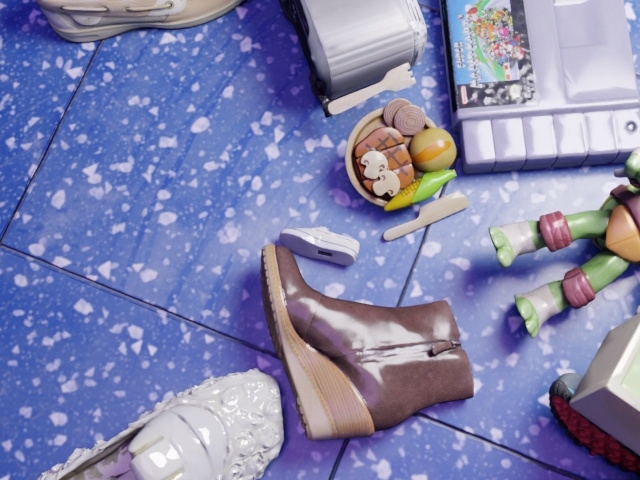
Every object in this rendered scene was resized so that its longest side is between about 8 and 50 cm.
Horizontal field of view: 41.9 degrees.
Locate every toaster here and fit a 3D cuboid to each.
[{"bbox_3d":[0.038,-0.278,1.043,0.146,0.129,0.227,-19,76,-3],"label":"toaster"}]

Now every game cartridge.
[{"bbox_3d":[0.270,-0.264,1.060,0.230,0.068,0.355,-3,75,-1],"label":"game cartridge"}]

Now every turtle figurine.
[{"bbox_3d":[0.333,0.013,0.896,0.266,0.198,0.274,-22,45,12],"label":"turtle figurine"}]

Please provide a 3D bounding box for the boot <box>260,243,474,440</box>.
[{"bbox_3d":[0.049,0.100,0.983,0.207,0.090,0.248,-15,74,-12],"label":"boot"}]

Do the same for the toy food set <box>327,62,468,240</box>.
[{"bbox_3d":[0.095,-0.102,1.003,0.132,0.038,0.192,-26,99,-2],"label":"toy food set"}]

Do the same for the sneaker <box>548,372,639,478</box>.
[{"bbox_3d":[0.379,0.202,0.924,0.262,0.104,0.125,28,68,2],"label":"sneaker"}]

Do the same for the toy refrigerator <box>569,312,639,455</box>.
[{"bbox_3d":[0.398,0.193,0.824,0.269,0.094,0.102,36,66,6],"label":"toy refrigerator"}]

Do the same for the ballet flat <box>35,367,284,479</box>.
[{"bbox_3d":[-0.216,0.278,0.916,0.409,0.147,0.147,-31,76,-5],"label":"ballet flat"}]

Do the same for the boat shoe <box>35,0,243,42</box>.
[{"bbox_3d":[-0.221,-0.341,1.091,0.302,0.098,0.109,-13,75,1],"label":"boat shoe"}]

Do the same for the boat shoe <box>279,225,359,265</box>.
[{"bbox_3d":[0.000,0.000,1.026,0.100,0.035,0.035,14,50,11],"label":"boat shoe"}]
